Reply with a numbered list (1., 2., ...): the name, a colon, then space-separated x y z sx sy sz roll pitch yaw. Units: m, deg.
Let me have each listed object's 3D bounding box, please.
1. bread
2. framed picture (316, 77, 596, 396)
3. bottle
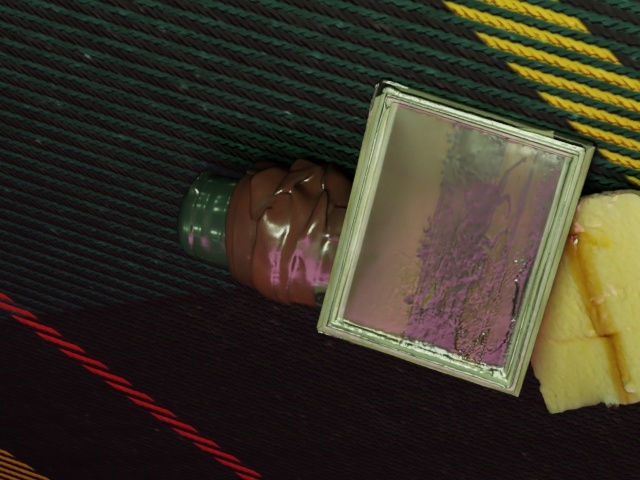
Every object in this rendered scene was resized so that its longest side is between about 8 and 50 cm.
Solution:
1. bread: 0.242 0.050 1.779 0.178 0.135 0.240 35 154 -25
2. framed picture: 0.113 0.002 1.745 0.197 0.014 0.252 18 114 10
3. bottle: 0.000 0.000 1.875 0.271 0.143 0.156 11 127 16
